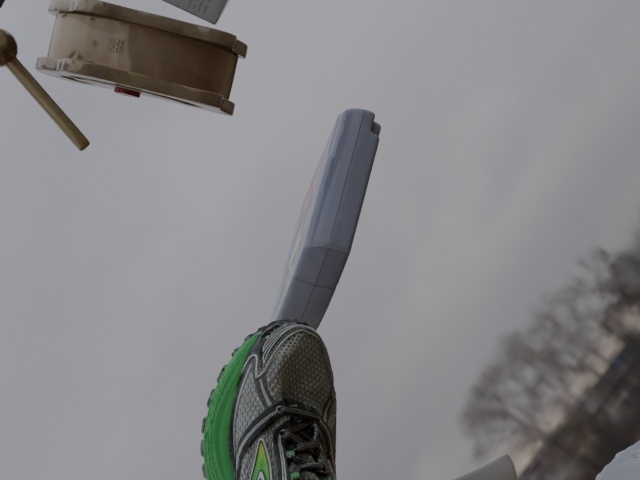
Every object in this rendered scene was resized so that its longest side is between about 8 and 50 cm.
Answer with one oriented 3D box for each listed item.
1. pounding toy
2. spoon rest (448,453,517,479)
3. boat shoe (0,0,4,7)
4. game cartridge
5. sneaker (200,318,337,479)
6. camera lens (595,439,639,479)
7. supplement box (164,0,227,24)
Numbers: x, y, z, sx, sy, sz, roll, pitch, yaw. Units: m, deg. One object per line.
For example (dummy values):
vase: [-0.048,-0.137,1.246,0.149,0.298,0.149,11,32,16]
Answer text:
pounding toy: [-0.218,-0.163,1.770,0.154,0.270,0.154,-171,93,-79]
spoon rest: [0.147,0.298,1.849,0.137,0.084,0.276,-55,-11,13]
boat shoe: [-0.485,-0.276,2.238,0.183,0.083,0.065,-24,-32,-18]
game cartridge: [0.000,0.000,1.895,0.294,0.060,0.196,114,168,-66]
sneaker: [-0.016,0.232,1.507,0.146,0.134,0.343,-28,57,50]
camera lens: [0.313,0.264,1.129,0.219,0.274,0.219,-20,11,4]
supplement box: [-0.176,-0.324,1.739,0.111,0.220,0.114,-76,11,-69]
